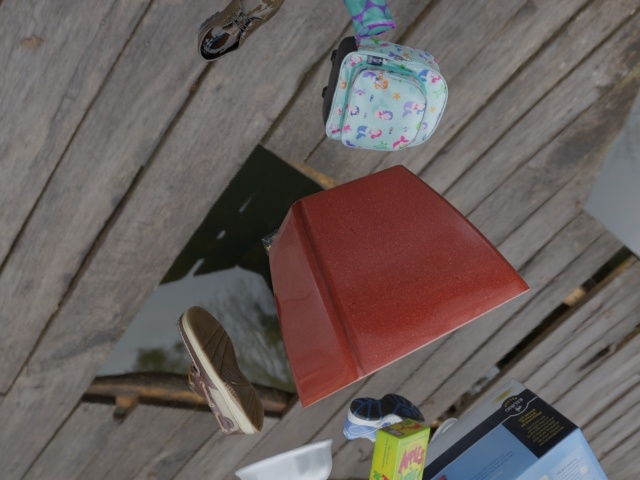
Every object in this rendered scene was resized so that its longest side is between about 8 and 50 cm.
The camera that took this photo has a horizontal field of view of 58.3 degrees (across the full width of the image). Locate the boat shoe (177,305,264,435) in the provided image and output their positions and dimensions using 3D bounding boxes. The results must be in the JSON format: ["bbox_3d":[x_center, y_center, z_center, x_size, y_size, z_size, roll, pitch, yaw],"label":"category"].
[{"bbox_3d":[-0.249,0.307,1.295,0.123,0.123,0.342,-18,114,16],"label":"boat shoe"}]

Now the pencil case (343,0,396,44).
[{"bbox_3d":[0.057,-0.379,0.860,0.064,0.152,0.070,-21,180,12],"label":"pencil case"}]

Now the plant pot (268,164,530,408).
[{"bbox_3d":[0.069,0.054,0.807,0.267,0.236,0.267,-21,164,-24],"label":"plant pot"}]

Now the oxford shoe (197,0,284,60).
[{"bbox_3d":[-0.131,-0.391,1.008,0.227,0.096,0.082,-36,125,29],"label":"oxford shoe"}]

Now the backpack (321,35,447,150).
[{"bbox_3d":[0.147,-0.310,1.254,0.253,0.191,0.225,4,131,-14],"label":"backpack"}]

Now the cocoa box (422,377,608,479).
[{"bbox_3d":[0.381,0.512,1.197,0.347,0.228,0.231,-36,109,-6],"label":"cocoa box"}]

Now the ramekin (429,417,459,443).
[{"bbox_3d":[0.397,0.634,1.664,0.109,0.207,0.207,27,121,-4],"label":"ramekin"}]

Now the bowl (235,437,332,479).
[{"bbox_3d":[-0.086,0.678,1.635,0.297,0.134,0.298,-16,157,-7],"label":"bowl"}]

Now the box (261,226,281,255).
[{"bbox_3d":[0.000,0.000,1.270,0.175,0.220,0.051,-32,121,-27],"label":"box"}]

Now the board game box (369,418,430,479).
[{"bbox_3d":[0.114,0.375,0.878,0.092,0.043,0.182,6,94,-50],"label":"board game box"}]

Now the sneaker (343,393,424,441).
[{"bbox_3d":[0.136,0.388,1.246,0.211,0.080,0.081,12,114,-32],"label":"sneaker"}]
